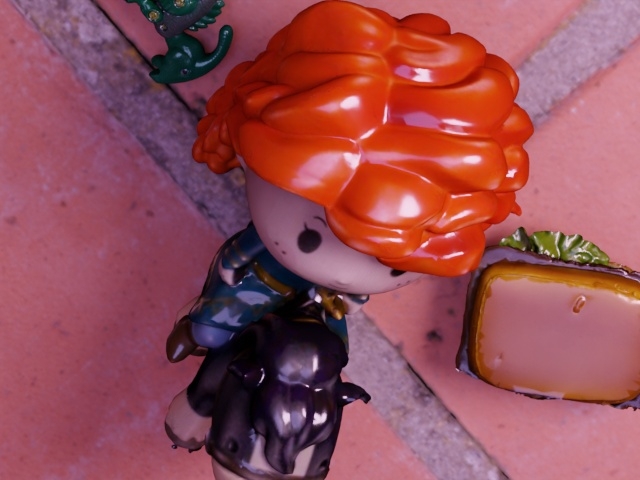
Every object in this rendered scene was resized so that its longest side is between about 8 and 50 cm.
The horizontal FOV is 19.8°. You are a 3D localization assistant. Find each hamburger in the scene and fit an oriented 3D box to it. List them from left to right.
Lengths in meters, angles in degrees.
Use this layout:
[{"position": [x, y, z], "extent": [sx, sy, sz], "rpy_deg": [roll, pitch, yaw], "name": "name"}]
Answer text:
[{"position": [0.196, 0.061, 1.455], "extent": [0.166, 0.087, 0.137], "rpy_deg": [12, 105, 8], "name": "hamburger"}]

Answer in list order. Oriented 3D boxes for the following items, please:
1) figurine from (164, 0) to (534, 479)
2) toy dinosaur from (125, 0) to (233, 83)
[{"position": [-0.005, 0.011, 1.375], "extent": [0.241, 0.306, 0.412], "rpy_deg": [25, 109, -4], "name": "figurine"}, {"position": [-0.103, -0.186, 1.482], "extent": [0.132, 0.059, 0.096], "rpy_deg": [-32, 104, 26], "name": "toy dinosaur"}]
